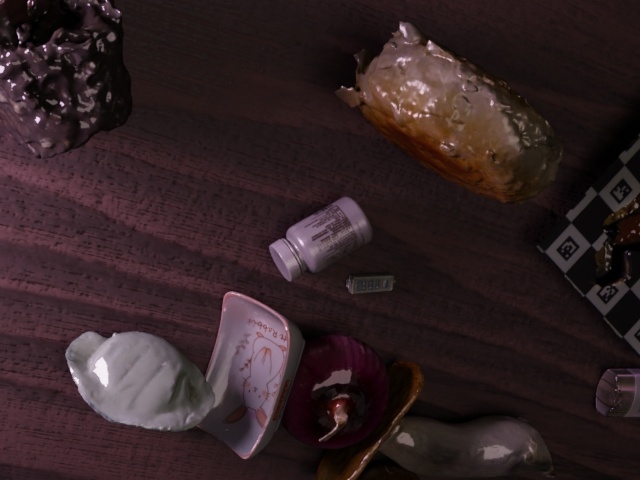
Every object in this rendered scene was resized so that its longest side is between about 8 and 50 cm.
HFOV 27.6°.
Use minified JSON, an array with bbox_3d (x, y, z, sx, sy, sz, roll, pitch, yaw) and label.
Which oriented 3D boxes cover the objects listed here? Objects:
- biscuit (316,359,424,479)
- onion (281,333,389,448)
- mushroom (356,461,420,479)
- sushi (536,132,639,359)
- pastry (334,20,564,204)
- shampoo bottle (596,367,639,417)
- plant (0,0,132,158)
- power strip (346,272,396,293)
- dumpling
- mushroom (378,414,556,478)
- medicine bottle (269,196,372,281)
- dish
[{"bbox_3d":[0.076,0.291,2.009,0.029,0.118,0.247,38,89,-24],"label":"biscuit"},{"bbox_3d":[0.019,0.226,1.946,0.177,0.153,0.177,1,89,-31],"label":"onion"},{"bbox_3d":[0.117,0.437,2.098,0.135,0.080,0.170,-42,116,3],"label":"mushroom"},{"bbox_3d":[0.553,-0.021,2.169,0.343,0.064,0.359,-47,121,0],"label":"sushi"},{"bbox_3d":[0.196,-0.159,1.821,0.330,0.330,0.136,36,88,-30],"label":"pastry"},{"bbox_3d":[0.589,0.267,2.280,0.228,0.056,0.086,3,107,-26],"label":"shampoo bottle"},{"bbox_3d":[-0.338,-0.232,1.613,0.178,0.204,0.234,-27,122,-20],"label":"plant"},{"bbox_3d":[0.079,0.065,1.997,0.083,0.017,0.027,-3,109,-23],"label":"power strip"},{"bbox_3d":[-0.256,0.206,1.820,0.219,0.108,0.152,22,60,-6],"label":"dumpling"},{"bbox_3d":[0.232,0.335,2.108,0.351,0.097,0.109,8,117,-27],"label":"mushroom"},{"bbox_3d":[0.000,0.000,1.903,0.140,0.079,0.079,-30,116,-14],"label":"medicine bottle"},{"bbox_3d":[-0.094,0.194,1.888,0.077,0.151,0.212,8,103,-47],"label":"dish"}]
